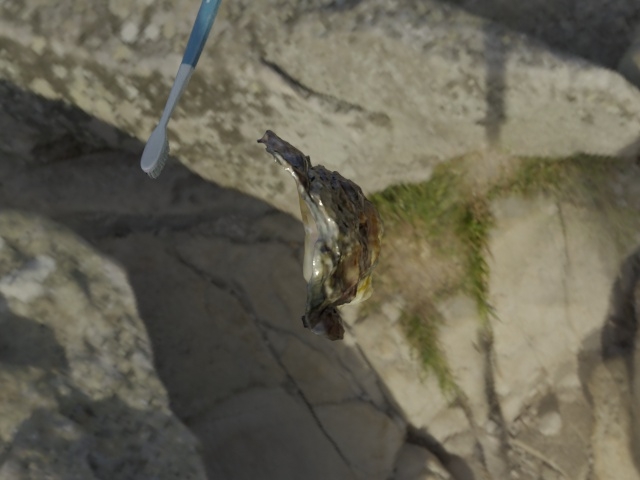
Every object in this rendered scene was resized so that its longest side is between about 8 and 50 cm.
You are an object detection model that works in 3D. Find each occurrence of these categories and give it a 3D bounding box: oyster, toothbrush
[{"bbox_3d":[0.011,-0.002,1.230,0.101,0.275,0.271,-3,27,12],"label":"oyster"},{"bbox_3d":[-0.119,-0.180,1.135,0.019,0.025,0.275,9,66,17],"label":"toothbrush"}]
